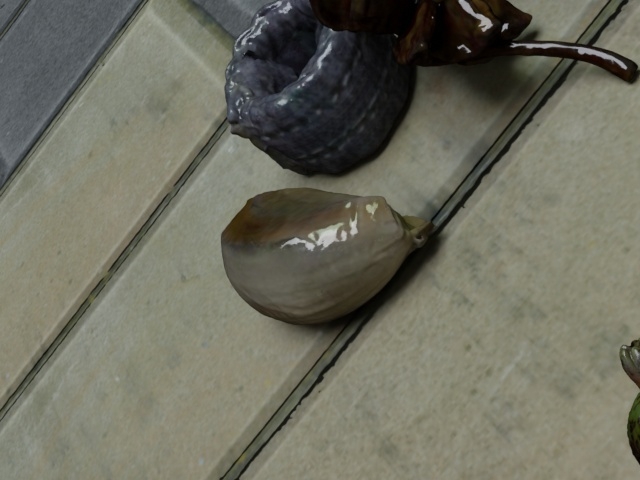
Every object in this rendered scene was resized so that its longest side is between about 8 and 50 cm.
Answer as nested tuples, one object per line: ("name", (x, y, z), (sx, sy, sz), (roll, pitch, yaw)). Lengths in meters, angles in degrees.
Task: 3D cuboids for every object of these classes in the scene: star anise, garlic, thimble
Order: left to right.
("garlic", (-0.011, 0.011, 0.877), (0.195, 0.087, 0.101), (-3, 49, 50))
("thimble", (-0.005, -0.134, 0.963), (0.150, 0.097, 0.150), (-28, 44, 31))
("star anise", (0.087, -0.157, 0.833), (0.234, 0.177, 0.073), (41, 128, 55))

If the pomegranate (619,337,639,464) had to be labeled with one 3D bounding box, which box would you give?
("pomegranate", (0.185, 0.092, 0.591), (0.073, 0.084, 0.073), (-39, 30, 28))
